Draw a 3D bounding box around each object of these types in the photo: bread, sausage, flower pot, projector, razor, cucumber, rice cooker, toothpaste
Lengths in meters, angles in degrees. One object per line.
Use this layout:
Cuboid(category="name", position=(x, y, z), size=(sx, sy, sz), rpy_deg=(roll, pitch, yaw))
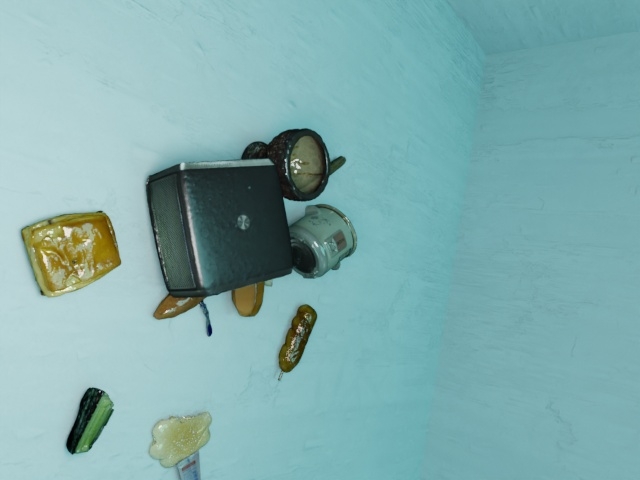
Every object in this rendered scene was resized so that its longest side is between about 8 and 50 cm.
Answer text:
Cuboid(category="bread", position=(-0.672, 0.029, 1.385), size=(0.235, 0.099, 0.210), rpy_deg=(-26, 114, -46))
Cuboid(category="sausage", position=(-0.271, 0.168, 1.882), size=(0.136, 0.120, 0.241), rpy_deg=(-83, 174, -81))
Cuboid(category="flower pot", position=(-0.142, -0.278, 1.872), size=(0.267, 0.267, 0.266), rpy_deg=(-6, 98, -52))
Cuboid(category="projector", position=(-0.318, -0.041, 1.628), size=(0.395, 0.242, 0.404), rpy_deg=(-13, 94, -46))
Cuboid(category="bread", position=(-0.102, 0.439, 2.153), size=(0.124, 0.084, 0.343), rpy_deg=(42, 63, -45))
Cuboid(category="bread", position=(-0.480, 0.697, 1.754), size=(0.251, 0.039, 0.181), rpy_deg=(12, 85, -51))
Cuboid(category="razor", position=(-0.409, 0.279, 1.798), size=(0.044, 0.028, 0.154), rpy_deg=(-29, 116, -46))
Cuboid(category="cucumber", position=(-0.673, 0.517, 1.462), size=(0.115, 0.086, 0.192), rpy_deg=(69, 38, -77))
Cuboid(category="rice cooker", position=(0.000, 0.000, 2.085), size=(0.317, 0.264, 0.316), rpy_deg=(6, 82, -42))
Cuboid(category="toothpaste", position=(-0.455, 0.866, 1.779), size=(0.089, 0.057, 0.234), rpy_deg=(-19, 114, -45))

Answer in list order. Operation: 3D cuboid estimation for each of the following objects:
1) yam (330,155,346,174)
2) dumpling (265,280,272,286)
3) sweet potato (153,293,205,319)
Cuboid(category="yam", position=(0.024, -0.305, 2.238), size=(0.274, 0.061, 0.061), rpy_deg=(-44, 126, -40))
Cuboid(category="dumpling", position=(-0.214, 0.151, 2.016), size=(0.077, 0.043, 0.059), rpy_deg=(28, 55, -33))
Cuboid(category="sweet potato", position=(-0.450, 0.190, 1.683), size=(0.252, 0.097, 0.097), rpy_deg=(-39, 123, -43))
